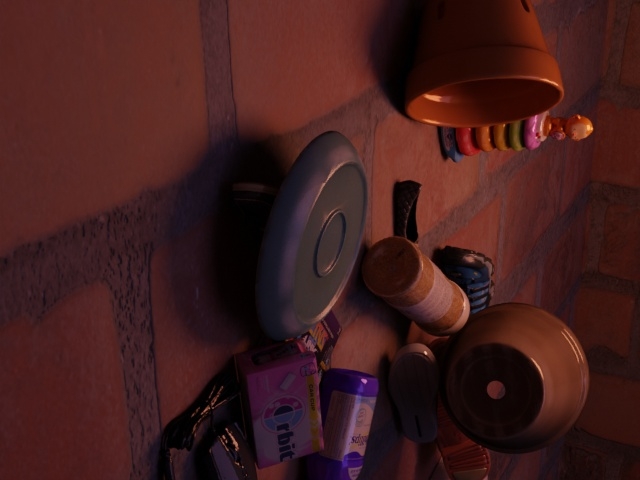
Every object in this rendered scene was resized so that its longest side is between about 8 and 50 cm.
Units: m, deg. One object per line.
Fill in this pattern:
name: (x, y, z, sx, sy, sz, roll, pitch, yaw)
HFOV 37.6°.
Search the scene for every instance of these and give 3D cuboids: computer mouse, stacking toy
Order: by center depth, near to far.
computer mouse: (-0.147, 0.336, 1.334, 0.184, 0.060, 0.262, -38, 132, -55)
stacking toy: (0.417, -0.246, 1.974, 0.165, 0.302, 0.175, -58, 148, -37)

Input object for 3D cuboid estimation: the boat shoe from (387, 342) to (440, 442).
boat shoe: (0.201, 0.310, 2.005, 0.094, 0.109, 0.302, -84, 170, -47)

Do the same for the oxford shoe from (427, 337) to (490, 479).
oxford shoe: (0.299, 0.386, 2.219, 0.146, 0.141, 0.396, -111, -171, -66)

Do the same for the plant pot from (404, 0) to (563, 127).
plant pot: (0.298, -0.348, 1.757, 0.291, 0.291, 0.203, 21, 65, -64)

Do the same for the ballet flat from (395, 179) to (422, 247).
ballet flat: (0.178, -0.039, 1.858, 0.057, 0.049, 0.173, -48, 140, -46)

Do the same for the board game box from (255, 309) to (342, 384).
board game box: (-0.030, 0.157, 1.516, 0.141, 0.048, 0.170, -65, 150, -25)

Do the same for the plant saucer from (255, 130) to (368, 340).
plant saucer: (0.000, 0.000, 1.368, 0.317, 0.044, 0.317, -50, 149, -45)

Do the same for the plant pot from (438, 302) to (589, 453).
plant pot: (0.376, 0.293, 1.925, 0.280, 0.323, 0.323, 4, 96, -71)

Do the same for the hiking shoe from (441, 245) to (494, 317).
hiking shoe: (0.340, 0.116, 2.169, 0.304, 0.113, 0.132, 52, 53, -57)

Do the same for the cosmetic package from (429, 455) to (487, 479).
cosmetic package: (0.324, 0.635, 2.330, 0.231, 0.117, 0.085, -51, 141, -43)

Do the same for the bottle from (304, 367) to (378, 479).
bottle: (0.029, 0.370, 1.663, 0.118, 0.092, 0.282, 21, 80, -65)

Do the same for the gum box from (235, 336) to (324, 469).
gum box: (-0.060, 0.239, 1.408, 0.107, 0.062, 0.188, -14, 120, -16)

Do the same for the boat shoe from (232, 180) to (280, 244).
boat shoe: (-0.064, -0.024, 1.345, 0.223, 0.080, 0.073, 39, 60, -66)

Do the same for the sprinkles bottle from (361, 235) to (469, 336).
sprinkles bottle: (0.196, 0.099, 1.863, 0.355, 0.121, 0.121, 37, 66, -61)
